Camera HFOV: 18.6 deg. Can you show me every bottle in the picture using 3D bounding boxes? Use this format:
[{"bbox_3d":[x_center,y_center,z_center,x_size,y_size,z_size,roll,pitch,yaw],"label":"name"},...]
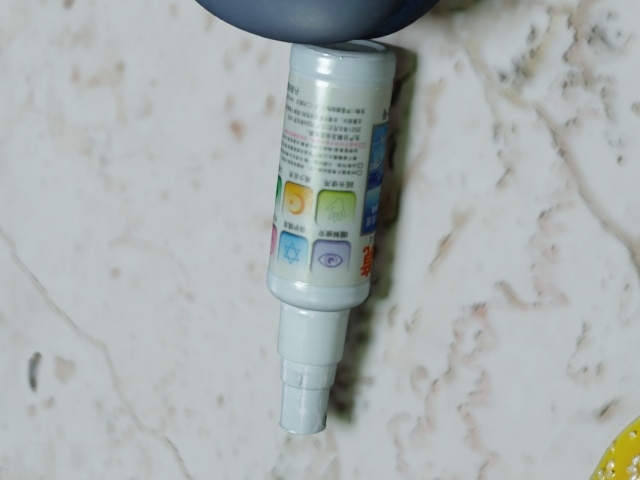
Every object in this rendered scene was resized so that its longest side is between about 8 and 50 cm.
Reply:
[{"bbox_3d":[0.000,0.000,1.057,0.060,0.060,0.217,17,107,32],"label":"bottle"}]

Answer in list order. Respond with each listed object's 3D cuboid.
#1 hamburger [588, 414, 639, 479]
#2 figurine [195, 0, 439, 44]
[{"bbox_3d":[0.221,0.156,0.894,0.210,0.116,0.173,13,104,33],"label":"hamburger"},{"bbox_3d":[0.001,-0.229,0.954,0.175,0.197,0.265,9,110,60],"label":"figurine"}]
